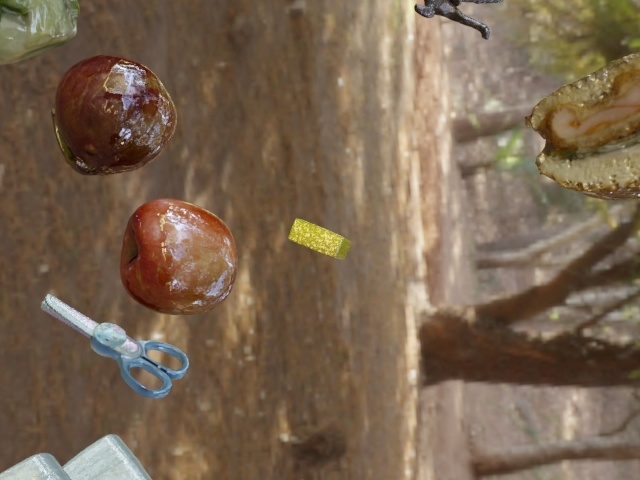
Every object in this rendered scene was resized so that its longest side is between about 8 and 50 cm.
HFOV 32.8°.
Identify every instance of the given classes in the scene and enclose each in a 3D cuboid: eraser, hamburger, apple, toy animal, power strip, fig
[{"bbox_3d":[0.000,0.000,2.028,0.122,0.097,0.045,27,84,-81],"label":"eraser"},{"bbox_3d":[0.448,-0.144,1.345,0.209,0.330,0.162,7,66,-48],"label":"hamburger"},{"bbox_3d":[-0.221,0.025,1.684,0.181,0.168,0.181,-179,-90,-65],"label":"apple"},{"bbox_3d":[0.229,-0.418,1.842,0.233,0.148,0.084,-63,153,-48],"label":"toy animal"},{"bbox_3d":[-0.311,0.357,1.282,0.141,0.261,0.229,45,-34,27],"label":"power strip"},{"bbox_3d":[-0.324,-0.186,1.684,0.205,0.205,0.205,-6,90,-81],"label":"fig"}]

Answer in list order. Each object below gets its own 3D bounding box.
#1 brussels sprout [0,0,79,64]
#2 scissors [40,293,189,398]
[{"bbox_3d":[-0.372,-0.321,1.192,0.210,0.219,0.271,-53,129,-50],"label":"brussels sprout"},{"bbox_3d":[-0.336,0.161,1.732,0.030,0.256,0.125,-65,171,31],"label":"scissors"}]
